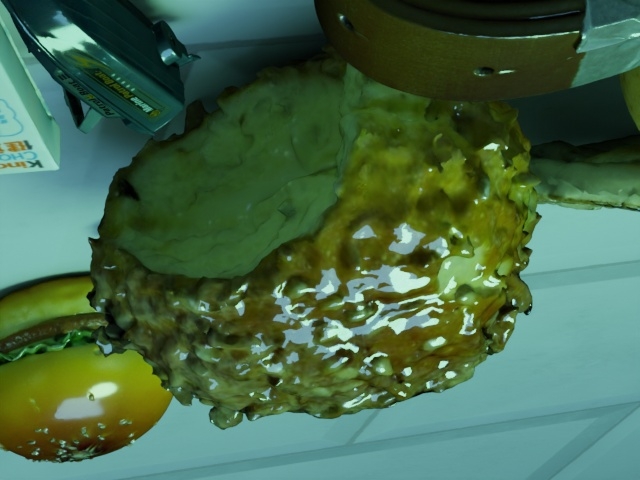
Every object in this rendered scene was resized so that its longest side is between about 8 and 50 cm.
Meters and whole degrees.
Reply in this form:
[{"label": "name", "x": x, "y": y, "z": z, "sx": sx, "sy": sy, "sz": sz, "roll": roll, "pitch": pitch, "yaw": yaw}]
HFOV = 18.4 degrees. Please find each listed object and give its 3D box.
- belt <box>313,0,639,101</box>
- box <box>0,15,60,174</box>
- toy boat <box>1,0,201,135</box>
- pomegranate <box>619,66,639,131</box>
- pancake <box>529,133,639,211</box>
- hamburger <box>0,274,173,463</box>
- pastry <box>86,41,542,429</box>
[{"label": "belt", "x": 0.162, "y": -0.214, "z": 1.330, "sx": 0.339, "sy": 0.217, "sz": 0.122, "roll": -13, "pitch": 161, "yaw": -7}, {"label": "box", "x": -0.352, "y": -0.111, "z": 1.449, "sx": 0.273, "sy": 0.048, "sz": 0.265, "roll": -5, "pitch": 156, "yaw": 4}, {"label": "toy boat", "x": -0.181, "y": -0.150, "z": 1.466, "sx": 0.103, "sy": 0.093, "sz": 0.246, "roll": -26, "pitch": 158, "yaw": 13}, {"label": "pomegranate", "x": 0.372, "y": -0.153, "z": 1.608, "sx": 0.260, "sy": 0.260, "sz": 0.260, "roll": -12, "pitch": 160, "yaw": -4}, {"label": "pancake", "x": 0.338, "y": -0.061, "z": 1.872, "sx": 0.387, "sy": 0.082, "sz": 0.387, "roll": 3, "pitch": -174, "yaw": 0}, {"label": "hamburger", "x": -0.259, "y": 0.150, "z": 2.106, "sx": 0.246, "sy": 0.170, "sz": 0.246, "roll": -10, "pitch": 157, "yaw": -4}, {"label": "pastry", "x": 0.016, "y": 0.002, "z": 1.700, "sx": 0.405, "sy": 0.292, "sz": 0.337, "roll": -29, "pitch": 138, "yaw": 20}]
